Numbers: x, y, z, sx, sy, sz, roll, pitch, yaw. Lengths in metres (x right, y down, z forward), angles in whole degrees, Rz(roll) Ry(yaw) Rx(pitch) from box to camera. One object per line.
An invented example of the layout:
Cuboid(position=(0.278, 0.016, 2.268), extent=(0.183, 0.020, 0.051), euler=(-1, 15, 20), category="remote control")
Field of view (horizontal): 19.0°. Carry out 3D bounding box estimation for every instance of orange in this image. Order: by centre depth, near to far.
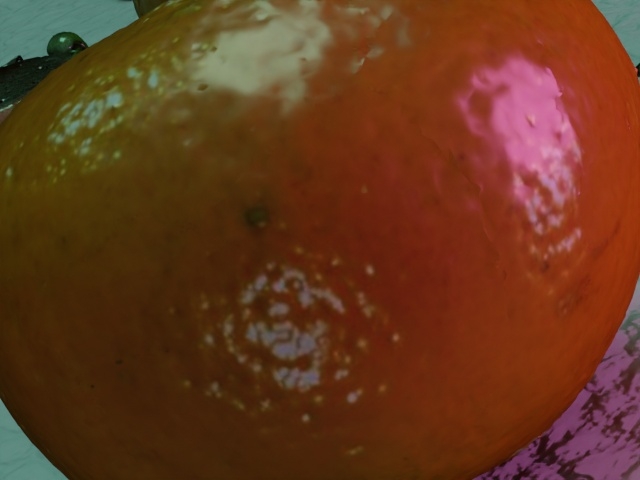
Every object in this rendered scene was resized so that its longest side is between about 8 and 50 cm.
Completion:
Cuboid(position=(0.000, 0.000, 1.140), extent=(0.424, 0.326, 0.424), euler=(-25, 2, 1), category="orange")

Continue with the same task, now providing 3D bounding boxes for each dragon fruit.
Cuboid(position=(-0.346, -0.115, 2.034), extent=(0.295, 0.130, 0.268), euler=(-33, 24, -32), category="dragon fruit")

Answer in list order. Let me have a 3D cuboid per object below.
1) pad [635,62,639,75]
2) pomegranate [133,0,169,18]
Cuboid(position=(0.365, -0.178, 1.712), extent=(0.157, 0.003, 0.112), euler=(-5, 25, 35), category="pad")
Cuboid(position=(-0.118, -0.316, 2.242), extent=(0.215, 0.215, 0.215), euler=(-18, 20, 7), category="pomegranate")
